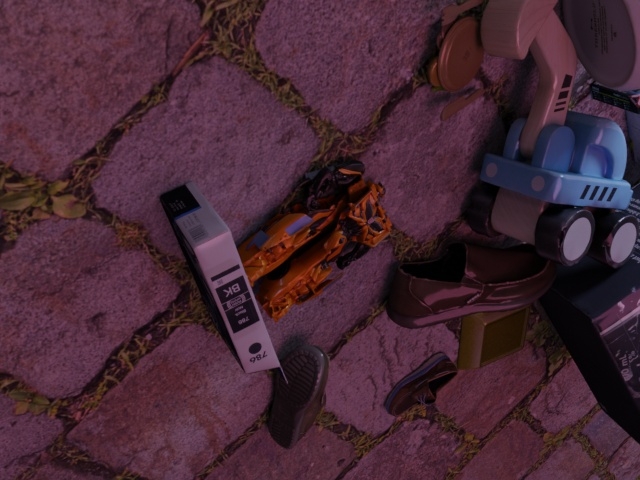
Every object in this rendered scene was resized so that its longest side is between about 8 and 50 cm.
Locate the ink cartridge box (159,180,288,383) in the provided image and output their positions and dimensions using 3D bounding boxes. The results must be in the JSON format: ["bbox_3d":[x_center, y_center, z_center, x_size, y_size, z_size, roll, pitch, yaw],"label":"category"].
[{"bbox_3d":[-0.147,0.084,1.104,0.065,0.165,0.333,-28,129,-14],"label":"ink cartridge box"}]

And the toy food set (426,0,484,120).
[{"bbox_3d":[0.223,-0.308,1.169,0.132,0.038,0.192,-34,135,-31],"label":"toy food set"}]

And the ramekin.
[{"bbox_3d":[0.512,-0.373,1.168,0.127,0.273,0.273,-24,130,-3],"label":"ramekin"}]

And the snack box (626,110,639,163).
[{"bbox_3d":[0.733,-0.279,1.490,0.174,0.070,0.207,-37,130,-7],"label":"snack box"}]

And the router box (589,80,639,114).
[{"bbox_3d":[0.595,-0.296,1.356,0.092,0.122,0.038,-36,126,-8],"label":"router box"}]

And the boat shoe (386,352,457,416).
[{"bbox_3d":[0.223,0.327,1.559,0.183,0.066,0.066,-45,132,0],"label":"boat shoe"}]

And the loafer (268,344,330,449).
[{"bbox_3d":[-0.035,0.291,1.372,0.087,0.094,0.251,-26,144,-48],"label":"loafer"}]

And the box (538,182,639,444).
[{"bbox_3d":[0.771,0.141,1.500,0.471,0.297,0.480,-35,112,2],"label":"box"}]

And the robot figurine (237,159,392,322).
[{"bbox_3d":[0.000,0.000,1.196,0.291,0.085,0.211,-37,133,-7],"label":"robot figurine"}]

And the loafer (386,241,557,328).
[{"bbox_3d":[0.303,0.067,1.385,0.365,0.134,0.130,-16,121,-16],"label":"loafer"}]

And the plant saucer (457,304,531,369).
[{"bbox_3d":[0.405,0.207,1.612,0.188,0.045,0.188,-18,127,-22],"label":"plant saucer"}]

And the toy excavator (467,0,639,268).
[{"bbox_3d":[0.414,-0.196,1.274,0.432,0.222,0.446,3,105,-37],"label":"toy excavator"}]
